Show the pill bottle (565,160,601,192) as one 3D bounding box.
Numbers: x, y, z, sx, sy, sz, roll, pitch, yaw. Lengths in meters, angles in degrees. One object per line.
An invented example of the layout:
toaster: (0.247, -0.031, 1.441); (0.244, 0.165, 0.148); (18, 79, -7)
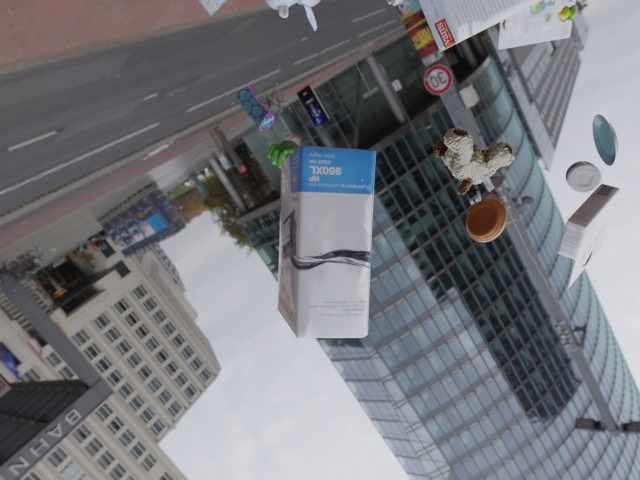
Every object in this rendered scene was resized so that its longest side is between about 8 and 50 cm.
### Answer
pill bottle: (0.616, -0.152, 1.003); (0.067, 0.067, 0.120); (-24, -177, 30)

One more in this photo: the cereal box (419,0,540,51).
cereal box: (0.291, -0.474, 0.757); (0.240, 0.173, 0.047); (-10, -152, 44)

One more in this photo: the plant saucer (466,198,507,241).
plant saucer: (0.723, -0.092, 1.881); (0.200, 0.037, 0.200); (-28, -126, 47)

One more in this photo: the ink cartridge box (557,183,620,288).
ink cartridge box: (0.909, -0.018, 1.465); (0.296, 0.261, 0.066); (-33, -137, -31)

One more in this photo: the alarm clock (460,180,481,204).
alarm clock: (0.722, -0.242, 2.049); (0.064, 0.129, 0.192); (-25, -170, 14)

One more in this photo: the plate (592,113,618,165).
plate: (1.007, -0.356, 1.500); (0.024, 0.188, 0.188); (-16, -161, 18)

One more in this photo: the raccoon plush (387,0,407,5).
raccoon plush: (0.311, -0.901, 1.197); (0.446, 0.299, 0.216); (-35, -173, -27)

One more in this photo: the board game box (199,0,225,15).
board game box: (-0.295, -0.744, 1.221); (0.154, 0.103, 0.026); (-32, -155, 20)

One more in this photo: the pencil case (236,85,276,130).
pencil case: (-0.214, -0.435, 1.407); (0.064, 0.152, 0.070); (-17, 152, -51)

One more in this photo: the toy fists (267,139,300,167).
toy fists: (-0.078, -0.333, 1.741); (0.142, 0.279, 0.096); (-60, 168, -51)

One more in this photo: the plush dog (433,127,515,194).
plush dog: (0.535, -0.293, 1.562); (0.225, 0.262, 0.211); (-88, -166, -67)

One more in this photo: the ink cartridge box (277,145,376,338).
ink cartridge box: (0.000, 0.000, 0.994); (0.166, 0.395, 0.285); (1, -176, -14)

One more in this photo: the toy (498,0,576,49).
toy: (0.633, -0.661, 1.266); (0.237, 0.137, 0.056); (-11, -149, -4)

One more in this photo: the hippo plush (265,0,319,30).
hippo plush: (-0.089, -0.808, 1.280); (0.236, 0.234, 0.294); (-33, -179, -33)
